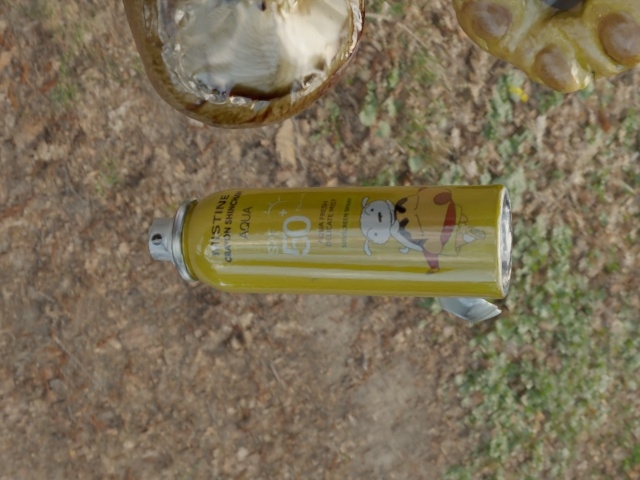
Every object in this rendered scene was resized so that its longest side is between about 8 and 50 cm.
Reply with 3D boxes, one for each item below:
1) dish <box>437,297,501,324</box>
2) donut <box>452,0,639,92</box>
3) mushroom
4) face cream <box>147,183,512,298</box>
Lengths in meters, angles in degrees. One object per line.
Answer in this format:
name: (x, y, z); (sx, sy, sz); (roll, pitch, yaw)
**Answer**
dish: (0.206, 0.094, 1.276); (0.137, 0.091, 0.039); (28, 88, -54)
donut: (0.313, -0.355, 1.162); (0.150, 0.299, 0.317); (-42, 117, -38)
mushroom: (-0.054, -0.233, 0.837); (0.267, 0.254, 0.267); (-24, 137, -25)
face cream: (0.000, 0.000, 0.853); (0.348, 0.105, 0.105); (1, 136, 18)
